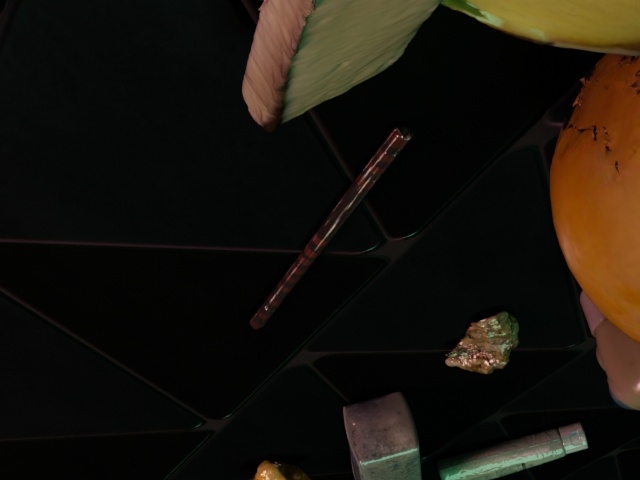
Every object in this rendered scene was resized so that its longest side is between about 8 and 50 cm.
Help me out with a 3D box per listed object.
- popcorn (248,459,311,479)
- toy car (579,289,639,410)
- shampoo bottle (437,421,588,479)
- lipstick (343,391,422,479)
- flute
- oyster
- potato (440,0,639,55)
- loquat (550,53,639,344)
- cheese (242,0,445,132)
[{"bbox_3d":[-0.054,0.290,1.249,0.084,0.084,0.084,-12,153,-6],"label":"popcorn"},{"bbox_3d":[0.403,0.060,0.865,0.242,0.226,0.336,12,144,-41],"label":"toy car"},{"bbox_3d":[0.246,0.276,1.401,0.191,0.041,0.069,-18,148,5],"label":"shampoo bottle"},{"bbox_3d":[0.073,0.252,1.228,0.076,0.077,0.289,-14,152,0],"label":"lipstick"},{"bbox_3d":[0.000,0.000,0.780,0.014,0.014,0.269,0,149,-27],"label":"flute"},{"bbox_3d":[0.149,0.100,1.021,0.081,0.038,0.083,-19,154,12],"label":"oyster"},{"bbox_3d":[0.121,-0.159,0.402,0.160,0.111,0.271,15,171,1],"label":"potato"},{"bbox_3d":[0.249,-0.033,0.605,0.235,0.235,0.235,-12,153,-6],"label":"loquat"},{"bbox_3d":[0.022,-0.103,0.368,0.085,0.034,0.400,-28,178,-8],"label":"cheese"}]
